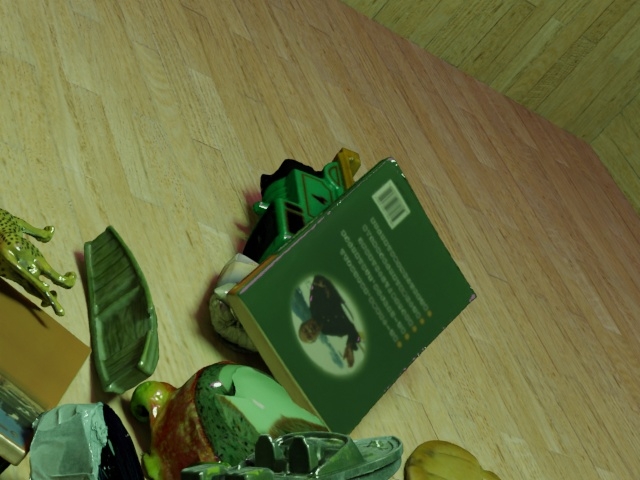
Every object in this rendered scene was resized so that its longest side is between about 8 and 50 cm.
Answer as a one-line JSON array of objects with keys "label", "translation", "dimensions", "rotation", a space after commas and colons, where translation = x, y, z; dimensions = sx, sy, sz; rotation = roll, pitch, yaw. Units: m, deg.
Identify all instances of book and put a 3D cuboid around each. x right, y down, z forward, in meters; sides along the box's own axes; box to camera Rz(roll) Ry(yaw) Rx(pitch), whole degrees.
[{"label": "book", "translation": [0.054, 0.080, 2.112], "dimensions": [0.371, 0.043, 0.260], "rotation": [-41, 105, -38]}, {"label": "book", "translation": [-0.386, 0.096, 1.614], "dimensions": [0.262, 0.028, 0.374], "rotation": [40, 10, -6]}]

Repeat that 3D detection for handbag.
[{"label": "handbag", "translation": [-0.102, 0.093, 2.105], "dimensions": [0.117, 0.095, 0.173], "rotation": [34, 15, -4]}]

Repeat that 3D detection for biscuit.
[{"label": "biscuit", "translation": [0.208, 0.369, 2.162], "dimensions": [0.203, 0.041, 0.260], "rotation": [51, 22, 20]}]

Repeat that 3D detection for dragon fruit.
[{"label": "dragon fruit", "translation": [-0.090, 0.252, 1.794], "dimensions": [0.295, 0.130, 0.268], "rotation": [37, 28, -12]}]

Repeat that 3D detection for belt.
[{"label": "belt", "translation": [-0.231, 0.257, 1.497], "dimensions": [0.151, 0.078, 0.198], "rotation": [-65, 142, -73]}]

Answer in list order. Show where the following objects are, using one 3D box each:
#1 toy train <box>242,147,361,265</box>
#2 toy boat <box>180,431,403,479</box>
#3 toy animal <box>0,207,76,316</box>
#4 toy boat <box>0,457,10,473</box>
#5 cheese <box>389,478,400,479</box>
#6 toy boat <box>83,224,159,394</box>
[{"label": "toy train", "translation": [0.000, 0.000, 2.336], "dimensions": [0.249, 0.178, 0.429], "rotation": [20, 29, -20]}, {"label": "toy boat", "translation": [-0.011, 0.251, 1.640], "dimensions": [0.319, 0.141, 0.092], "rotation": [-7, 92, -52]}, {"label": "toy animal", "translation": [-0.372, 0.015, 1.776], "dimensions": [0.136, 0.073, 0.181], "rotation": [33, 11, -37]}, {"label": "toy boat", "translation": [-0.375, 0.189, 1.527], "dimensions": [0.141, 0.060, 0.055], "rotation": [42, 57, 3]}, {"label": "cheese", "translation": [0.216, 0.479, 1.996], "dimensions": [0.400, 0.034, 0.085], "rotation": [44, 27, 7]}, {"label": "toy boat", "translation": [-0.247, 0.090, 1.868], "dimensions": [0.055, 0.093, 0.293], "rotation": [48, 13, -36]}]
